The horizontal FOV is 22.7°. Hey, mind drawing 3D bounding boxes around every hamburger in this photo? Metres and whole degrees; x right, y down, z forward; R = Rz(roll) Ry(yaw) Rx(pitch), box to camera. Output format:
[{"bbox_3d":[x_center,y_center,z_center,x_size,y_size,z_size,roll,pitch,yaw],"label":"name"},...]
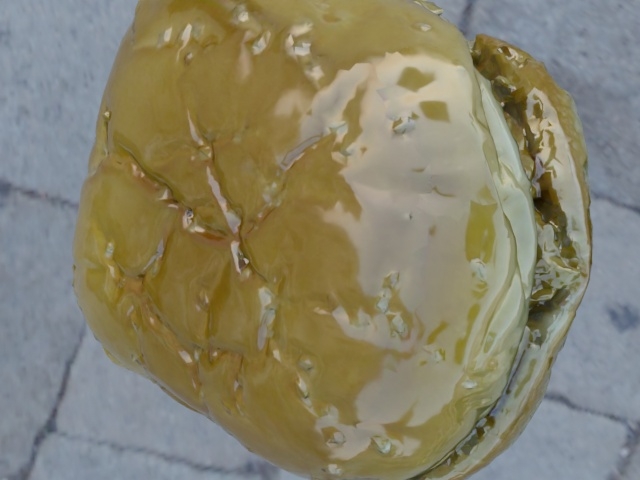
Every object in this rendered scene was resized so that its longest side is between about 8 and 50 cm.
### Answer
[{"bbox_3d":[0.000,0.000,0.864,0.158,0.318,0.319,-9,120,-48],"label":"hamburger"}]
